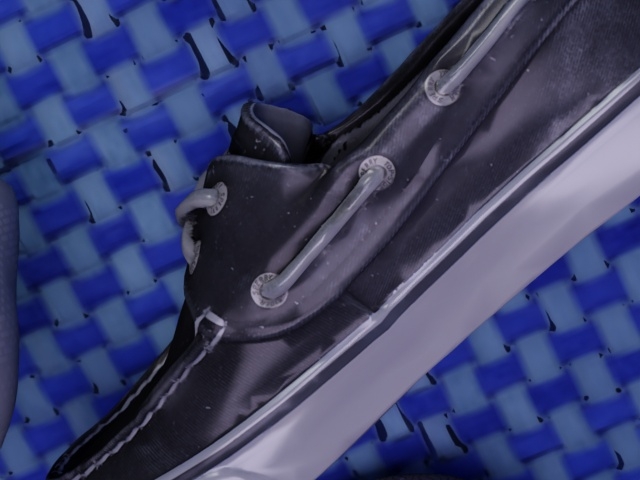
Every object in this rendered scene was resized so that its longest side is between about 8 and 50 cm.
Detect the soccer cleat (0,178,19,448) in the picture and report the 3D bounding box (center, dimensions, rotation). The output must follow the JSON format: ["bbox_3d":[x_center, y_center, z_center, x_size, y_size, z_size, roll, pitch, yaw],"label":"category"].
[{"bbox_3d":[-0.238,0.053,0.553,0.331,0.143,0.116,-13,145,26],"label":"soccer cleat"}]

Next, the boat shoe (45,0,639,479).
[{"bbox_3d":[0.000,0.000,0.512,0.301,0.108,0.102,-40,101,12],"label":"boat shoe"}]

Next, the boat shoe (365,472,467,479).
[{"bbox_3d":[-0.028,0.239,0.595,0.130,0.132,0.355,33,104,-34],"label":"boat shoe"}]
